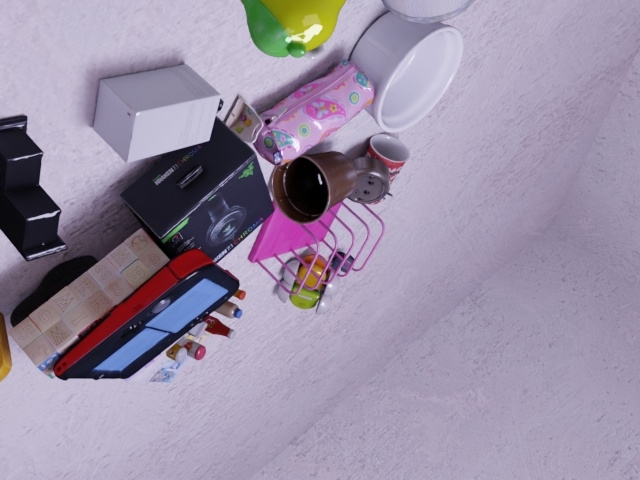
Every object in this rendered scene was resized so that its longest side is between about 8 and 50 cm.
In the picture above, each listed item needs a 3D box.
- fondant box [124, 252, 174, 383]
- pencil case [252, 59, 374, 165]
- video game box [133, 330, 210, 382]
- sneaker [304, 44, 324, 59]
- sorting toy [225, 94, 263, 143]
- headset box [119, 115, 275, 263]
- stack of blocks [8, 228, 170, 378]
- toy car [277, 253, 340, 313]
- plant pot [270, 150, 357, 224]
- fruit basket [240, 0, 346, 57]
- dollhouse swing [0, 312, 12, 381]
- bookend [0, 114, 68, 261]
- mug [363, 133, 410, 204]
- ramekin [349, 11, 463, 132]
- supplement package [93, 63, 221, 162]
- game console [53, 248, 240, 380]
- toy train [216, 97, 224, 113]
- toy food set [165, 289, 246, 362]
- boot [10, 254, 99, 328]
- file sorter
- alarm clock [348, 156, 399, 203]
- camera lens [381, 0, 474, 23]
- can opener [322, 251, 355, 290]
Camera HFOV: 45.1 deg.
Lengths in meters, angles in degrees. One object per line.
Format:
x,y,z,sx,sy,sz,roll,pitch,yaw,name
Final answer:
-0.373,0.153,1.748,0.330,0.096,0.238,-41,155,-11,fondant box
-0.020,-0.273,1.646,0.284,0.124,0.124,-35,153,-20,pencil case
-0.385,0.274,1.971,0.205,0.048,0.187,-51,153,7,video game box
-0.030,-0.448,1.325,0.114,0.152,0.305,-35,152,-21,sneaker
-0.149,-0.235,1.546,0.045,0.075,0.083,-5,133,-56,sorting toy
-0.237,-0.080,1.545,0.246,0.131,0.283,-42,160,-12,headset box
-0.417,0.126,1.452,0.297,0.087,0.171,-40,169,-18,stack of blocks
-0.030,0.115,2.226,0.136,0.159,0.182,-76,-176,-49,toy car
-0.006,-0.140,1.843,0.165,0.167,0.167,-28,151,-53,plant pot
-0.040,-0.431,1.061,0.392,0.283,0.392,-16,118,-33,fruit basket
-0.636,0.258,1.224,0.315,0.305,0.347,-43,155,-8,dollhouse swing
-0.453,-0.081,1.185,0.072,0.156,0.157,-22,145,-43,bookend
0.171,-0.188,2.092,0.150,0.113,0.169,-3,138,-31,mug
0.187,-0.399,1.775,0.277,0.135,0.277,-38,155,-21,ramekin
-0.279,-0.220,1.318,0.179,0.105,0.105,-23,148,-43,supplement package
-0.325,0.164,1.542,0.342,0.060,0.386,-43,169,-4,game console
-0.249,-0.229,1.454,0.158,0.027,0.036,-32,164,-31,toy train
-0.271,0.213,1.901,0.232,0.104,0.111,-60,153,-20,toy food set
-0.515,0.119,1.519,0.198,0.077,0.137,-39,169,-22,boot
0.000,0.000,2.018,0.291,0.182,0.202,-18,143,-48,file sorter
0.098,-0.156,1.996,0.192,0.064,0.129,13,136,-11,alarm clock
0.197,-0.561,1.440,0.219,0.219,0.274,-45,156,-6,camera lens
0.038,0.102,2.392,0.059,0.073,0.186,-31,162,-48,can opener
